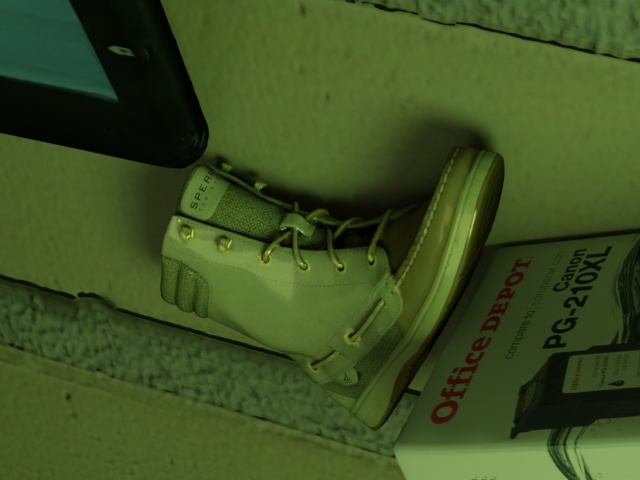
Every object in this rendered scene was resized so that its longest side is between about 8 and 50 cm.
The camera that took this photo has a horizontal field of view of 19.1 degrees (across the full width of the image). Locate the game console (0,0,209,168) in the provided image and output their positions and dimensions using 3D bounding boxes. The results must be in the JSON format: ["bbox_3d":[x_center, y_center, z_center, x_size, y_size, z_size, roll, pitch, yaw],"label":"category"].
[{"bbox_3d":[-0.239,-0.135,0.919,0.342,0.060,0.386,16,167,8],"label":"game console"}]

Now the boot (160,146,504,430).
[{"bbox_3d":[0.000,0.000,1.045,0.165,0.077,0.213,30,138,5],"label":"boot"}]

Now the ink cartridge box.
[{"bbox_3d":[0.178,0.080,0.948,0.237,0.172,0.100,-7,123,32],"label":"ink cartridge box"}]
